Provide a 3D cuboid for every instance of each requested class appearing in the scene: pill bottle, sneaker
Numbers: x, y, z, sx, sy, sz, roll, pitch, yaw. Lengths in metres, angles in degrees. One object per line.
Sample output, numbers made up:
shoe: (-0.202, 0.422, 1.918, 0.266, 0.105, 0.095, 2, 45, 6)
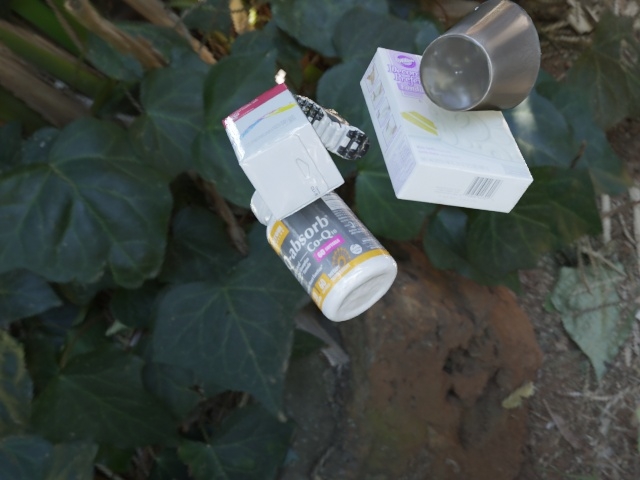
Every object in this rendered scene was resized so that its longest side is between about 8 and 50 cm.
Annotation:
pill bottle: (0.000, 0.000, 1.507, 0.162, 0.162, 0.278, -47, 64, 13)
sneaker: (-0.012, -0.236, 1.635, 0.078, 0.234, 0.106, -58, 39, 13)

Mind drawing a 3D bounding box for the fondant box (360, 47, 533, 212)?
fondant box: (0.231, -0.213, 1.556, 0.096, 0.238, 0.330, 117, 150, -42)

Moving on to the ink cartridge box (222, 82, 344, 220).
ink cartridge box: (-0.062, -0.145, 1.318, 0.127, 0.128, 0.176, -31, 33, 3)

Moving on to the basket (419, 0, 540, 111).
basket: (0.273, -0.304, 1.418, 0.154, 0.227, 0.204, 5, 111, 30)
